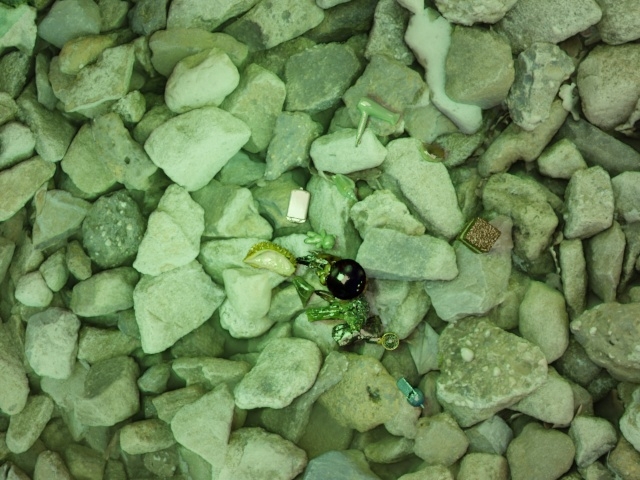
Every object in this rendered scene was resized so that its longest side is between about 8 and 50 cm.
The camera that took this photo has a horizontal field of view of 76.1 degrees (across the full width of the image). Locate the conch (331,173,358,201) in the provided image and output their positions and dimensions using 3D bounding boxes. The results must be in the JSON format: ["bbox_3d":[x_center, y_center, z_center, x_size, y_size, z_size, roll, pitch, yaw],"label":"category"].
[{"bbox_3d":[0.125,-0.253,1.934,0.088,0.065,0.180,-40,80,2],"label":"conch"}]

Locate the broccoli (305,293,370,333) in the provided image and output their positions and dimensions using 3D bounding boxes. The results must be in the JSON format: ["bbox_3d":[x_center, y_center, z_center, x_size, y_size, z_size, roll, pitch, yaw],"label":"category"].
[{"bbox_3d":[0.076,0.334,1.893,0.304,0.145,0.165,-10,45,17],"label":"broccoli"}]

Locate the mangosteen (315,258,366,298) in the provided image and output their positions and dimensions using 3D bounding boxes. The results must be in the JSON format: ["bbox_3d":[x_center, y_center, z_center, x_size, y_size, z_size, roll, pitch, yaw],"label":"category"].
[{"bbox_3d":[0.090,0.166,1.819,0.230,0.194,0.194,17,89,26],"label":"mangosteen"}]

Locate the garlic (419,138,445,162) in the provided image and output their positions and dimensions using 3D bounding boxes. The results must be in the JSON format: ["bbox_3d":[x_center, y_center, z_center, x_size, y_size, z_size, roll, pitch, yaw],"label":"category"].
[{"bbox_3d":[0.518,-0.412,1.938,0.152,0.066,0.084,20,62,-3],"label":"garlic"}]

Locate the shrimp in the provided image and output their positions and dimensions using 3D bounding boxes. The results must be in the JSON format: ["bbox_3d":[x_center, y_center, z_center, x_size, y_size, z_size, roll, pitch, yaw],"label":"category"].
[{"bbox_3d":[0.045,0.183,1.932,0.365,0.071,0.233,17,95,-4],"label":"shrimp"}]

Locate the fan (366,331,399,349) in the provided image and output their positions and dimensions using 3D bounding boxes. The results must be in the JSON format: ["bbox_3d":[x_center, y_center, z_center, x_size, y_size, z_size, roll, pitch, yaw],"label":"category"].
[{"bbox_3d":[0.292,0.469,1.935,0.155,0.039,0.082,4,90,5],"label":"fan"}]

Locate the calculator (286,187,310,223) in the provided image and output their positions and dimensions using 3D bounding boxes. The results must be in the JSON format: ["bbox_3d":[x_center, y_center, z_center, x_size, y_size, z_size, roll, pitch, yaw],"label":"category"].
[{"bbox_3d":[-0.106,-0.167,1.952,0.100,0.032,0.175,11,89,0],"label":"calculator"}]

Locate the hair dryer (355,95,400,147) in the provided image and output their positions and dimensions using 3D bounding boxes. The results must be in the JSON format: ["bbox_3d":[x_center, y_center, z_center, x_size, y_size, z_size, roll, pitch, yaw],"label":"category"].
[{"bbox_3d":[0.238,-0.541,1.948,0.206,0.075,0.237,26,97,-5],"label":"hair dryer"}]

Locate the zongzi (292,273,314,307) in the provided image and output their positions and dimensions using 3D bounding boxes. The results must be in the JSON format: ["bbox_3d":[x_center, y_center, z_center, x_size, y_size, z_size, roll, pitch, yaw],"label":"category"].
[{"bbox_3d":[-0.110,0.233,1.947,0.154,0.062,0.130,37,126,18],"label":"zongzi"}]

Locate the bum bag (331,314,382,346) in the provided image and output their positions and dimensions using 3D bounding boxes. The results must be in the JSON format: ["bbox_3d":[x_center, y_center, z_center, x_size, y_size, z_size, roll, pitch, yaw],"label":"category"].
[{"bbox_3d":[0.174,0.426,1.919,0.248,0.069,0.102,-16,45,1],"label":"bum bag"}]

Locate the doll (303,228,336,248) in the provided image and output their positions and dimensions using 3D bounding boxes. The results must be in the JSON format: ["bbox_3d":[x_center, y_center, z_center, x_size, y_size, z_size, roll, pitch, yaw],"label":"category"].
[{"bbox_3d":[0.000,0.000,1.938,0.150,0.077,0.115,15,52,11],"label":"doll"}]

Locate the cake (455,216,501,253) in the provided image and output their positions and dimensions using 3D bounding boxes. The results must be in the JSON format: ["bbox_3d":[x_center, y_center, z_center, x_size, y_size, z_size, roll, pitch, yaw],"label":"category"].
[{"bbox_3d":[0.721,-0.022,1.882,0.135,0.147,0.134,37,91,1],"label":"cake"}]

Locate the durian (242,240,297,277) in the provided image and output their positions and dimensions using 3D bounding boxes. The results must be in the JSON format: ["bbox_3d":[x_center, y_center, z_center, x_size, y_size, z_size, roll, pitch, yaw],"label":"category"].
[{"bbox_3d":[-0.213,0.074,1.889,0.250,0.138,0.183,23,122,0],"label":"durian"}]

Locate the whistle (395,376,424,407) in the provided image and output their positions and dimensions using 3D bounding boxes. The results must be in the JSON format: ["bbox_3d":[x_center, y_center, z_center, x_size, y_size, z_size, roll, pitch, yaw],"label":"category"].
[{"bbox_3d":[0.432,0.721,1.918,0.090,0.090,0.158,-43,49,0],"label":"whistle"}]
